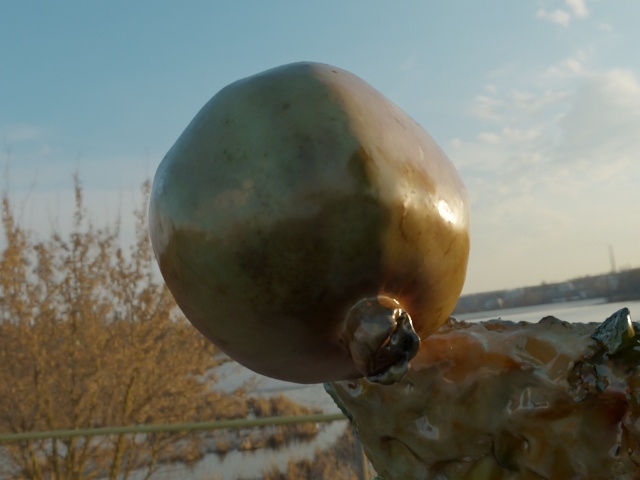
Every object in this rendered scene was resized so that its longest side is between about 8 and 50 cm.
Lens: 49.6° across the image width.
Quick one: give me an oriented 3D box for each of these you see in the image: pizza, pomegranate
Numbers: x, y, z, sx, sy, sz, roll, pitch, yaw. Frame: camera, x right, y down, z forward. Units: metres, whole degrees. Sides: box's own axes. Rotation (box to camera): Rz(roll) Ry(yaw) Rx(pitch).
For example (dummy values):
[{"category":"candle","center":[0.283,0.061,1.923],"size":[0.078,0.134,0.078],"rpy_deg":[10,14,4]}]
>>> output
[{"category":"pizza","center":[0.199,0.217,0.610],"size":[0.392,0.435,0.080],"rpy_deg":[-39,-11,37]},{"category":"pomegranate","center":[0.000,0.000,0.540],"size":[0.229,0.270,0.252],"rpy_deg":[-41,-54,14]}]
